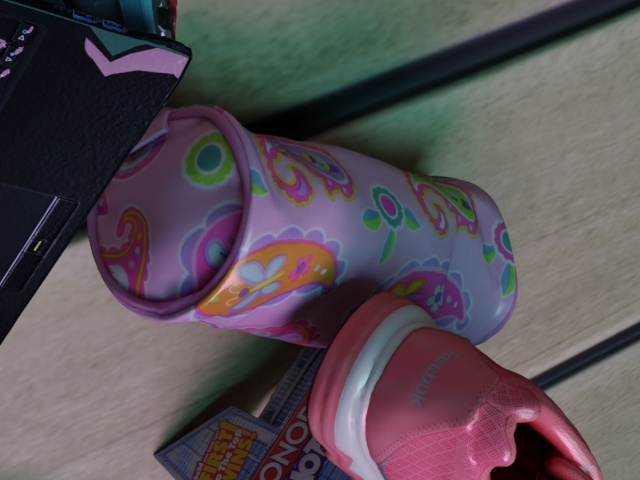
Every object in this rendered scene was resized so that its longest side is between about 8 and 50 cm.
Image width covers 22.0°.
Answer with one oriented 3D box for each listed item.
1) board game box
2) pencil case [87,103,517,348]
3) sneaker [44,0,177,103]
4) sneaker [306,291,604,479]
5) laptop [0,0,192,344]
[{"bbox_3d":[-0.004,0.142,1.065,0.194,0.194,0.060,-58,140,-14],"label":"board game box"},{"bbox_3d":[0.000,0.000,0.939,0.284,0.124,0.124,11,121,-52],"label":"pencil case"},{"bbox_3d":[-0.127,-0.136,0.682,0.125,0.104,0.262,-2,155,2],"label":"sneaker"},{"bbox_3d":[0.105,0.157,0.933,0.116,0.136,0.314,-55,140,-17],"label":"sneaker"},{"bbox_3d":[-0.211,0.009,0.645,0.264,0.137,0.234,14,136,-29],"label":"laptop"}]
